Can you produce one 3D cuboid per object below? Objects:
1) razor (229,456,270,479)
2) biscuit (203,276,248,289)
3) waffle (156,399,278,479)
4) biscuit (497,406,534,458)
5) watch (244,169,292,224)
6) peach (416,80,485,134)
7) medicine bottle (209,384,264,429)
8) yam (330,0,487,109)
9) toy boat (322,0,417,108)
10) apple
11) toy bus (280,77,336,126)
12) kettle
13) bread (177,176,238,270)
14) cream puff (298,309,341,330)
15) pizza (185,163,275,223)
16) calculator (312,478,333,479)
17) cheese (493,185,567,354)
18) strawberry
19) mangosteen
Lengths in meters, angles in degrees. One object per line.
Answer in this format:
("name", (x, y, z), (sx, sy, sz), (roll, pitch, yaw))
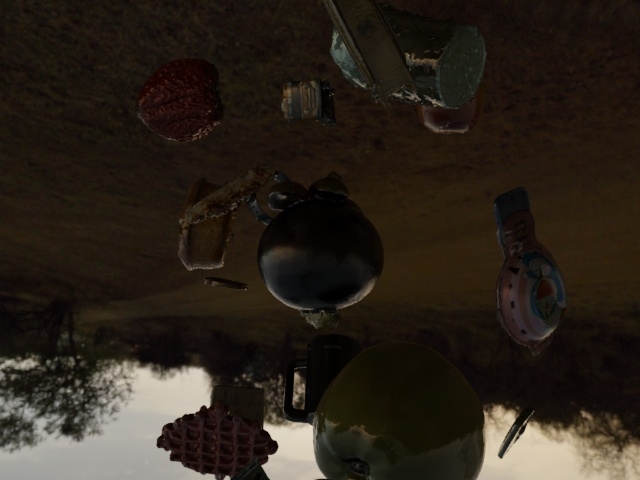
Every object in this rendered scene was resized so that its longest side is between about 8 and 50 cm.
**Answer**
("razor", (-0.089, 0.428, 0.823), (0.106, 0.068, 0.232), (-30, 179, -36))
("biscuit", (-0.321, 0.141, 1.646), (0.175, 0.026, 0.124), (6, 175, 40))
("waffle", (-0.212, 0.432, 1.037), (0.221, 0.055, 0.234), (-31, 120, 18))
("biscuit", (0.676, 0.675, 1.716), (0.038, 0.099, 0.322), (39, 152, 32))
("watch", (-0.151, -0.143, 1.647), (0.193, 0.206, 0.068), (33, 140, -27))
("peach", (0.422, -0.456, 1.596), (0.231, 0.230, 0.231), (7, 167, 2))
("medicine bottle", (-0.260, 0.540, 1.524), (0.171, 0.052, 0.201), (6, -151, -12))
("yam", (0.218, -0.454, 1.206), (0.348, 0.241, 0.241), (35, -173, 39))
("toy boat", (0.054, -0.291, 0.672), (0.068, 0.226, 0.088), (-31, -169, 10))
("apple", (0.204, 0.513, 1.335), (0.474, 0.473, 0.473), (7, 167, 2))
("toy bus", (-0.024, -0.304, 1.100), (0.103, 0.091, 0.182), (-1, -173, 11))
("kettle", (0.017, 0.525, 1.840), (0.262, 0.308, 0.203), (20, 141, -16))
("bread", (-0.390, -0.060, 1.711), (0.194, 0.340, 0.179), (13, 170, -11))
("cream puff", (0.017, 0.191, 1.792), (0.185, 0.281, 0.282), (31, 164, -3))
("pizza", (-0.216, -0.107, 1.198), (0.246, 0.058, 0.127), (-36, -178, -29))
("calculator", (-0.020, 0.558, 0.731), (0.256, 0.386, 0.054), (34, 161, 14))
("cheese", (0.349, 0.054, 0.836), (0.189, 0.285, 0.074), (-21, -170, -34))
("strawberry", (-0.469, -0.470, 1.632), (0.288, 0.250, 0.238), (-18, 143, -26))
("mangosteen", (0.000, 0.000, 1.469), (0.382, 0.434, 0.382), (-1, 179, 0))
